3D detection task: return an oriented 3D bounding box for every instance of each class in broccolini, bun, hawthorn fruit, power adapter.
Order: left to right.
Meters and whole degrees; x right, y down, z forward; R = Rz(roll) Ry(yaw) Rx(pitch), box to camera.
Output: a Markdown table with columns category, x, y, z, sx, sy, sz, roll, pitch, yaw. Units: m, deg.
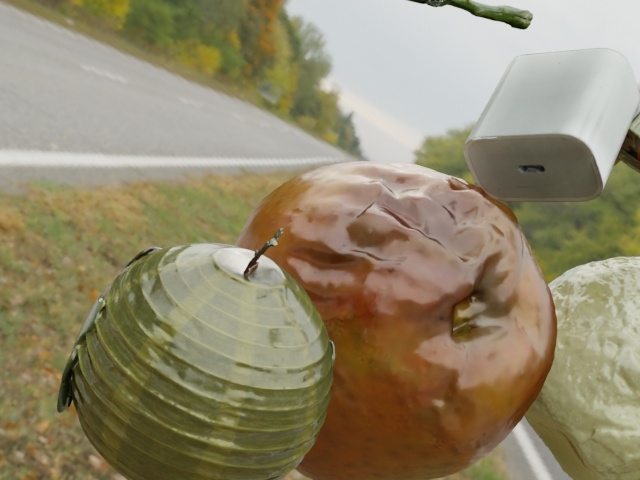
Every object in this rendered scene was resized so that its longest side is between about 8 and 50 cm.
| category | x | y | z | sx | sy | sz | roll | pitch | yaw |
| --- | --- | --- | --- | --- | --- | --- | --- | --- | --- |
| hawthorn fruit | 0.090 | 0.095 | 1.383 | 0.472 | 0.471 | 0.472 | 34 | 5 | -3 |
| broccolini | 0.175 | -0.299 | 1.269 | 0.254 | 0.057 | 0.071 | -1 | 63 | -39 |
| power adapter | 0.333 | -0.179 | 1.453 | 0.187 | 0.255 | 0.124 | 2 | -45 | 36 |
| bun | 0.457 | 0.188 | 1.492 | 0.349 | 0.352 | 0.227 | 29 | -27 | -11 |

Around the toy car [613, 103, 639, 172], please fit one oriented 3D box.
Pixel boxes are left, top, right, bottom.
| category | x | y | z | sx | sy | sz | roll | pitch | yaw |
| --- | --- | --- | --- | --- | --- | --- | --- | --- | --- |
| toy car | 0.555 | -0.207 | 1.928 | 0.235 | 0.145 | 0.235 | 42 | -7 | 6 |

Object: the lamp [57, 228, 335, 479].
| category | x | y | z | sx | sy | sz | roll | pitch | yaw |
| --- | --- | --- | --- | --- | --- | --- | --- | --- | --- |
| lamp | -0.100 | 0.099 | 0.952 | 0.250 | 0.284 | 0.250 | 20 | 27 | -11 |
